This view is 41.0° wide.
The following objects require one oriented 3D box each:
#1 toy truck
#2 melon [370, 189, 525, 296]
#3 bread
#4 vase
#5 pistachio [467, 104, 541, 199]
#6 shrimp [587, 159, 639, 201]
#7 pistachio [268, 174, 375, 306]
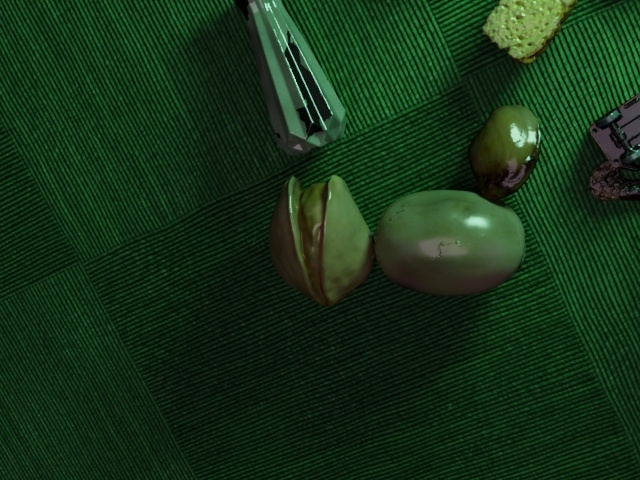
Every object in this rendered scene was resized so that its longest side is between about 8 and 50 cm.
[{"bbox_3d":[0.661,-0.257,1.683,0.252,0.114,0.107,-34,94,19],"label":"toy truck"},{"bbox_3d":[0.262,0.005,1.771,0.316,0.223,0.223,2,105,5],"label":"melon"},{"bbox_3d":[0.418,-0.465,1.661,0.143,0.139,0.229,34,108,3],"label":"bread"},{"bbox_3d":[-0.070,-0.361,1.781,0.165,0.165,0.360,-20,96,15],"label":"vase"},{"bbox_3d":[0.376,-0.177,1.739,0.165,0.130,0.210,-3,63,47],"label":"pistachio"},{"bbox_3d":[0.638,-0.121,1.764,0.161,0.034,0.091,5,105,11],"label":"shrimp"},{"bbox_3d":[0.000,0.000,1.819,0.229,0.238,0.321,-5,134,7],"label":"pistachio"}]
